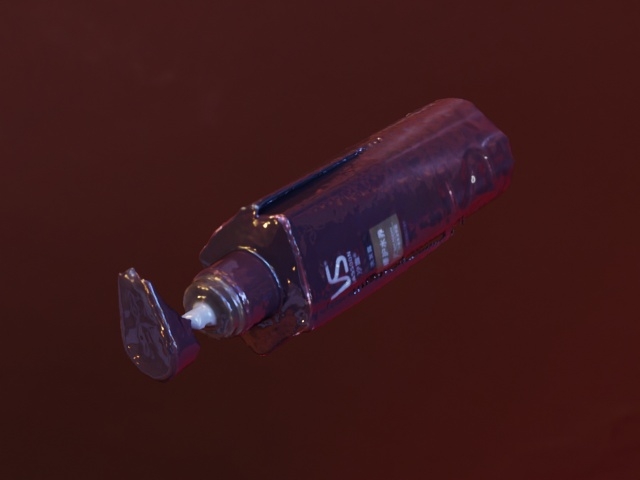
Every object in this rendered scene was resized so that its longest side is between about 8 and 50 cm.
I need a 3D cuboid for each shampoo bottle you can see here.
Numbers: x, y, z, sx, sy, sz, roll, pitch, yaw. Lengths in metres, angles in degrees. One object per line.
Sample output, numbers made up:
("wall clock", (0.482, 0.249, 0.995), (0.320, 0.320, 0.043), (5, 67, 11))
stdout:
("shampoo bottle", (0.001, -0.002, 0.849), (0.067, 0.068, 0.236), (-23, 8, 46))
